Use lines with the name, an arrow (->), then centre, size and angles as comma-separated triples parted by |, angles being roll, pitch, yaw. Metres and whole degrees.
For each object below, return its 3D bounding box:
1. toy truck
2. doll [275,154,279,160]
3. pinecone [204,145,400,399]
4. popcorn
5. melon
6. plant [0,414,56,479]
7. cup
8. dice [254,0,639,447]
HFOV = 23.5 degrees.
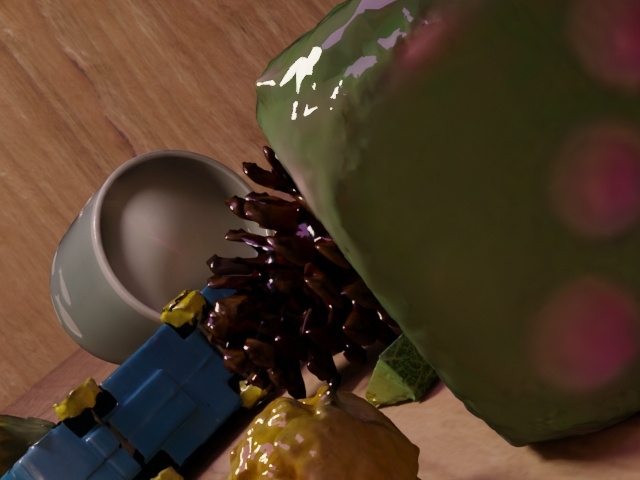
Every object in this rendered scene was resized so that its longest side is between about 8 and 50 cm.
toy truck -> -0.194, 0.196, 1.743 | 0.385, 0.161, 0.162 | -45, 2, -40
doll -> 0.178, -0.151, 1.946 | 0.376, 0.187, 0.366 | -30, 7, -28
pinecone -> -0.010, 0.035, 1.585 | 0.292, 0.246, 0.246 | -57, 1, 19
popcorn -> 0.005, 0.172, 1.065 | 0.167, 0.148, 0.152 | -14, -53, -66
melon -> 0.111, 0.091, 1.467 | 0.114, 0.053, 0.262 | -54, -7, 35
plant -> -0.370, 0.247, 1.843 | 0.297, 0.261, 0.306 | -36, 19, 8
cup -> -0.235, 0.085, 2.161 | 0.259, 0.356, 0.274 | 7, -21, -25
dice -> 0.160, -0.075, 1.085 | 0.322, 0.330, 0.318 | -35, 9, 4
